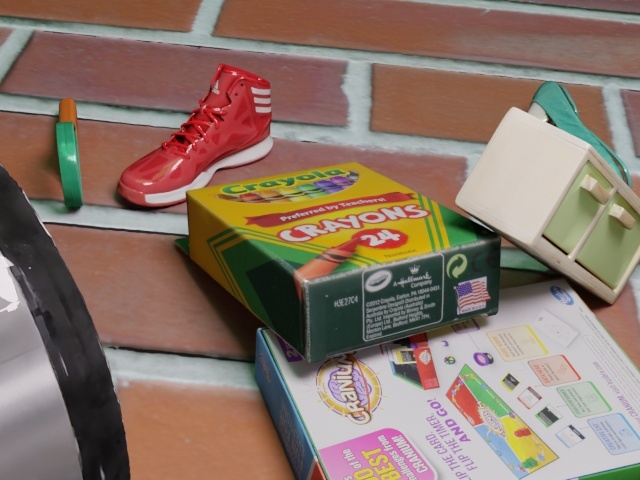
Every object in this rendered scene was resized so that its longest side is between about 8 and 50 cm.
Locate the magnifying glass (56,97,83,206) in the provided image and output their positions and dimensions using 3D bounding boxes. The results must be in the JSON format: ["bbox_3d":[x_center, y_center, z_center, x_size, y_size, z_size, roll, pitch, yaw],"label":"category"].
[{"bbox_3d":[-0.285,-0.111,1.271,0.026,0.092,0.231,-7,28,-12],"label":"magnifying glass"}]

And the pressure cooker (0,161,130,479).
[{"bbox_3d":[-0.373,0.135,0.677,0.420,0.370,0.375,-25,50,-33],"label":"pressure cooker"}]

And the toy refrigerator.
[{"bbox_3d":[0.237,-0.023,1.062,0.094,0.102,0.269,33,3,33],"label":"toy refrigerator"}]

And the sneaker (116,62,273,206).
[{"bbox_3d":[-0.142,-0.132,1.267,0.087,0.128,0.221,28,42,28],"label":"sneaker"}]

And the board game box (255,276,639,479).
[{"bbox_3d":[0.126,0.149,0.972,0.316,0.064,0.242,-8,38,-17],"label":"board game box"}]

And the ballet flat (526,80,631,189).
[{"bbox_3d":[0.285,-0.118,1.346,0.087,0.083,0.247,-15,37,-4],"label":"ballet flat"}]

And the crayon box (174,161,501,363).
[{"bbox_3d":[0.000,0.000,1.080,0.202,0.081,0.318,-12,23,-26],"label":"crayon box"}]
